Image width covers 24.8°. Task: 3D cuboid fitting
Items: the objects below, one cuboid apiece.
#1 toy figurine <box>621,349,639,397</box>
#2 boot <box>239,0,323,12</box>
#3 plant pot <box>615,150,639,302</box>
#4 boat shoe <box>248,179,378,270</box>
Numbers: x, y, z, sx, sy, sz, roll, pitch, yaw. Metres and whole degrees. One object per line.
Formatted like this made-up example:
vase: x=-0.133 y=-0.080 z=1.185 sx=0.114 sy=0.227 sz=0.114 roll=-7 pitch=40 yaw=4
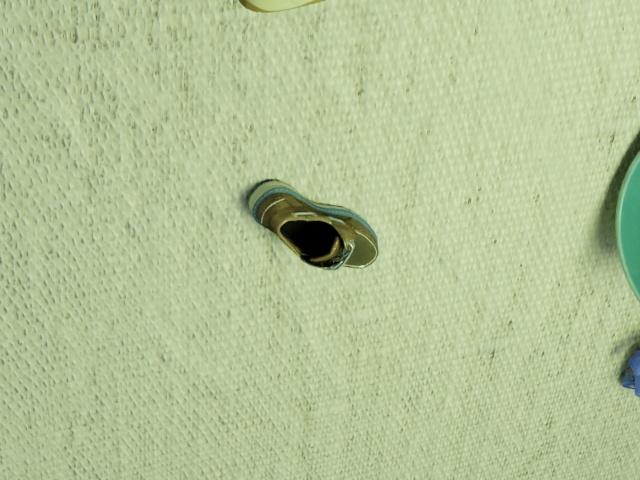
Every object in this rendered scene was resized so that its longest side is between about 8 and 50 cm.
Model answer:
toy figurine: x=0.518 y=0.159 z=1.975 sx=0.217 sy=0.191 sz=0.363 roll=-19 pitch=154 yaw=32
boot: x=0.019 y=-0.300 z=1.273 sx=0.213 sy=0.077 sz=0.165 roll=-18 pitch=134 yaw=-11
plant pot: x=0.532 y=-0.024 z=1.703 sx=0.255 sy=0.271 sz=0.271 roll=-11 pitch=135 yaw=-42
boat shoe: x=0.000 y=0.000 z=1.543 sx=0.183 sy=0.066 sz=0.066 roll=22 pitch=116 yaw=-41
